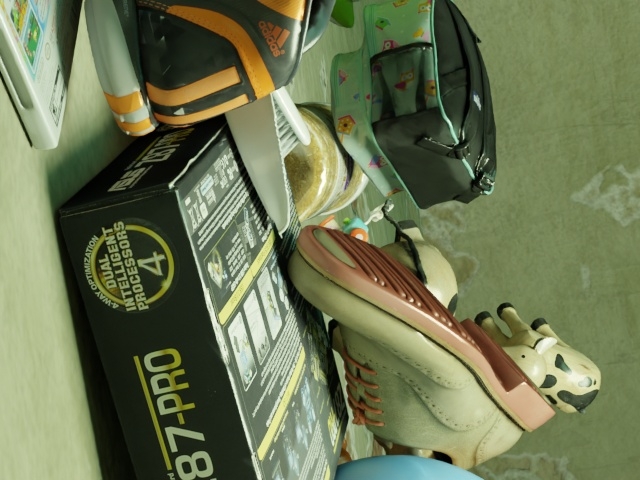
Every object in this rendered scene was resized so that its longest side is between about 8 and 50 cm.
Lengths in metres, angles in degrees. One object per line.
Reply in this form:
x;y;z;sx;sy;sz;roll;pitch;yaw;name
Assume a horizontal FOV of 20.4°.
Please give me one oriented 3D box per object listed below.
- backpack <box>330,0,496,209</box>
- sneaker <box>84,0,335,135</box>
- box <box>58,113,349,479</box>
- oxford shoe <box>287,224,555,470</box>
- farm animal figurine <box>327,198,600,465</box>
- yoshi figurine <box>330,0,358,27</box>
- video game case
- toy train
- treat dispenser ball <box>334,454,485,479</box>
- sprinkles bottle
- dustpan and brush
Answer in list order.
0.092;-0.141;1.705;0.166;0.144;0.188;46;42;-53;backpack
-0.080;-0.229;1.220;0.124;0.180;0.321;71;5;-71;sneaker
-0.070;0.069;1.356;0.395;0.097;0.318;-69;143;-73;box
0.068;0.108;1.471;0.348;0.130;0.123;40;8;-42;oxford shoe
0.102;0.124;1.672;0.172;0.330;0.327;53;-15;54;farm animal figurine
0.059;-0.340;1.697;0.203;0.362;0.204;57;28;-70;yoshi figurine
-0.184;-0.161;1.113;0.143;0.019;0.157;73;14;-47;video game case
0.000;0.000;1.929;0.046;0.166;0.125;46;42;-9;toy train
0.064;0.324;1.484;0.288;0.288;0.288;-6;90;-81;treat dispenser ball
-0.027;-0.076;1.744;0.355;0.121;0.121;-26;110;-80;sprinkles bottle
-0.046;-0.127;1.327;0.147;0.060;0.211;-95;161;-53;dustpan and brush
